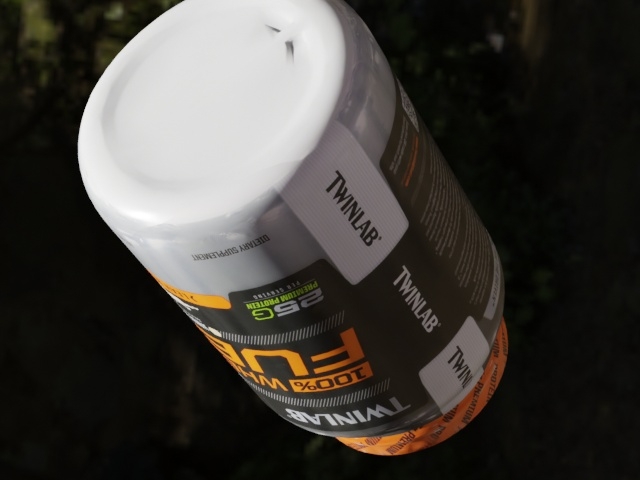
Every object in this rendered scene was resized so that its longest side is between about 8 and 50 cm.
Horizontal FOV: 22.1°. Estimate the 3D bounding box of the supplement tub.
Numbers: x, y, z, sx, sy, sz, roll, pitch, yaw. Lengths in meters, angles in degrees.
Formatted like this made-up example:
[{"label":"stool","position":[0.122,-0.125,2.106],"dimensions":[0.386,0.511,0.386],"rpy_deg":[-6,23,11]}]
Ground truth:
[{"label":"supplement tub","position":[0.000,0.000,0.632],"dimensions":[0.190,0.117,0.117],"rpy_deg":[54,-144,-46]}]
